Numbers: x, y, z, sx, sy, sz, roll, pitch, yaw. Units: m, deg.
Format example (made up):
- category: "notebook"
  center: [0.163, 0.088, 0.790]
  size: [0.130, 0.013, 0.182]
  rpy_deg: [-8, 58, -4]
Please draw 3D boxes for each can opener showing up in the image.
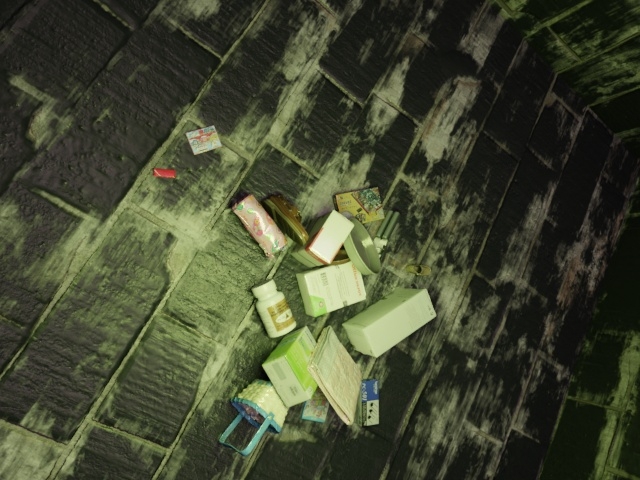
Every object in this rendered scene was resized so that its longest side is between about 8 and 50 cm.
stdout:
- category: "can opener"
  center: [0.317, -0.020, 2.188]
  size: [0.093, 0.074, 0.280]
  rpy_deg: [43, 69, -52]

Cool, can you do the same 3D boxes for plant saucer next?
- category: "plant saucer"
  center: [0.076, 0.081, 2.014]
  size: [0.169, 0.168, 0.029]
  rpy_deg: [-16, 108, -24]

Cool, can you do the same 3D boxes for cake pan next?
- category: "cake pan"
  center: [0.183, 0.034, 2.007]
  size: [0.293, 0.054, 0.293]
  rpy_deg: [48, 27, -34]

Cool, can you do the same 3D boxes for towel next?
- category: "towel"
  center: [0.077, 0.577, 1.920]
  size: [0.054, 0.332, 0.316]
  rpy_deg: [-28, 101, 21]

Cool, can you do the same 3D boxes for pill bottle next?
- category: "pill bottle"
  center: [-0.206, 0.289, 1.887]
  size: [0.131, 0.131, 0.229]
  rpy_deg: [-26, 97, -24]

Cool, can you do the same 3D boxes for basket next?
- category: "basket"
  center: [-0.265, 0.713, 1.765]
  size: [0.289, 0.255, 0.201]
  rpy_deg: [-44, 106, -32]

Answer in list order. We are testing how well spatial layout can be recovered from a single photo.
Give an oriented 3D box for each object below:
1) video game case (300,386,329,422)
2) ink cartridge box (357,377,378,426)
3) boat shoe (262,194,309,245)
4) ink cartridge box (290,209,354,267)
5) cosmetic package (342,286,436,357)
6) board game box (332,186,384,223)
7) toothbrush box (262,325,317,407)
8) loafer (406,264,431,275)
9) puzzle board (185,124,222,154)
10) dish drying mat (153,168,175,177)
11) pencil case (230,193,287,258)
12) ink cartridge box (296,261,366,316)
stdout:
- category: "video game case"
  center: [-0.014, 0.738, 2.005]
  size: [0.119, 0.015, 0.166]
  rpy_deg: [20, 79, -22]
- category: "ink cartridge box"
  center: [0.226, 0.770, 2.092]
  size: [0.097, 0.046, 0.206]
  rpy_deg: [2, 85, -25]
- category: "boat shoe"
  center: [-0.130, -0.103, 1.882]
  size: [0.105, 0.110, 0.307]
  rpy_deg: [-30, 57, -22]
- category: "ink cartridge box"
  center: [0.000, 0.000, 1.918]
  size: [0.117, 0.283, 0.207]
  rpy_deg: [36, 73, -13]
- category: "cosmetic package"
  center: [0.324, 0.377, 2.075]
  size: [0.385, 0.217, 0.156]
  rpy_deg: [-26, 97, -26]
- category: "board game box"
  center: [0.188, -0.161, 2.145]
  size: [0.244, 0.042, 0.164]
  rpy_deg: [-13, 92, -24]
- category: "toothbrush box"
  center: [-0.097, 0.519, 1.831]
  size: [0.122, 0.283, 0.206]
  rpy_deg: [-28, 94, 19]
- category: "loafer"
  center: [0.515, 0.154, 2.264]
  size: [0.148, 0.050, 0.056]
  rpy_deg: [5, 84, -24]
- category: "puzzle board"
  center: [-0.497, -0.431, 1.875]
  size: [0.128, 0.011, 0.096]
  rpy_deg: [-24, 96, -23]
- category: "dish drying mat"
  center: [-0.641, -0.277, 1.801]
  size: [0.083, 0.008, 0.032]
  rpy_deg: [2, 85, -24]
- category: "pencil case"
  center: [-0.262, -0.061, 1.894]
  size: [0.124, 0.124, 0.284]
  rpy_deg: [-40, 103, -21]
- category: "ink cartridge box"
  center: [0.050, 0.211, 2.016]
  size: [0.273, 0.115, 0.198]
  rpy_deg: [-15, 94, -24]
